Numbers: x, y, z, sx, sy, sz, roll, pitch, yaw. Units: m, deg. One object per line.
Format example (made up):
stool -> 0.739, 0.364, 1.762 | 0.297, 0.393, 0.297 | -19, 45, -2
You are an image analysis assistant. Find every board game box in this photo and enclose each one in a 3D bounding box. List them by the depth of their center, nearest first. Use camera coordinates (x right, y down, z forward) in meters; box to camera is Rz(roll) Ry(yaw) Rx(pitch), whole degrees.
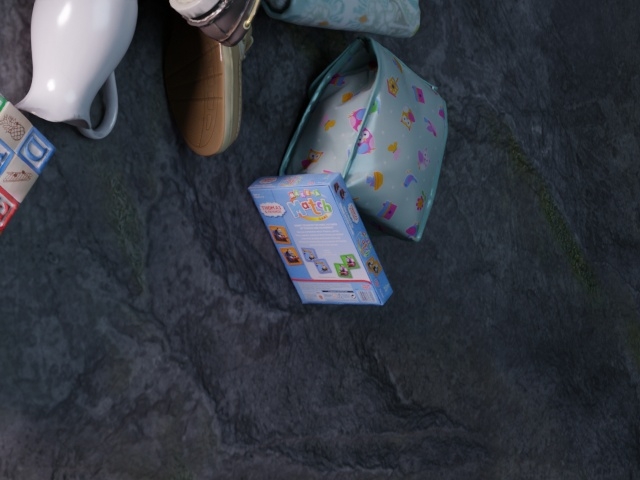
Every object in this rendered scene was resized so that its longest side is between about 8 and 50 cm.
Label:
board game box -> 0.000, 0.000, 1.889 | 0.039, 0.160, 0.212 | -47, 123, -38

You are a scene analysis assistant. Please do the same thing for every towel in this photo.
towel -> 0.006, -0.490, 1.899 | 0.320, 0.090, 0.375 | -5, 79, -48

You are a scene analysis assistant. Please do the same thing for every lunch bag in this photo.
lunch bag -> 0.084, -0.160, 1.989 | 0.223, 0.160, 0.262 | 31, 73, -43

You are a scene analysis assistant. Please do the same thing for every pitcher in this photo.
pitcher -> -0.293, -0.237, 1.610 | 0.178, 0.125, 0.207 | 22, 83, -67

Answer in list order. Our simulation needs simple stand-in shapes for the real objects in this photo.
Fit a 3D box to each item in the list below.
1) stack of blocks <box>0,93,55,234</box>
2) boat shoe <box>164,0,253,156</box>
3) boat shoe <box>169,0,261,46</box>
stack of blocks -> -0.449, -0.043, 1.440 | 0.171, 0.087, 0.297 | 49, 56, -36
boat shoe -> -0.140, -0.287, 1.764 | 0.110, 0.121, 0.341 | -5, 92, -47
boat shoe -> -0.099, -0.403, 1.680 | 0.096, 0.116, 0.324 | 41, 54, -40
